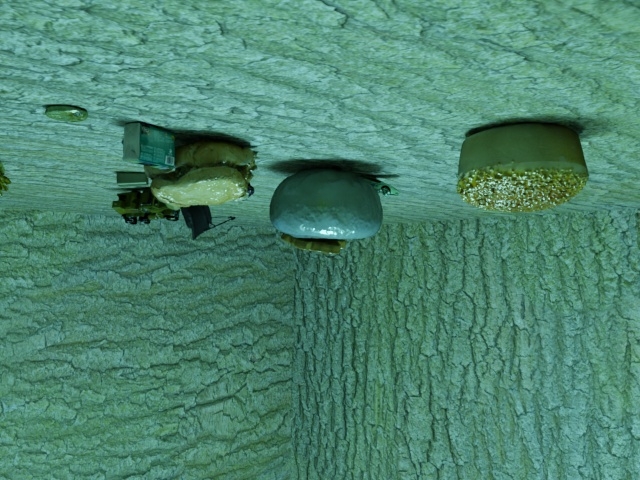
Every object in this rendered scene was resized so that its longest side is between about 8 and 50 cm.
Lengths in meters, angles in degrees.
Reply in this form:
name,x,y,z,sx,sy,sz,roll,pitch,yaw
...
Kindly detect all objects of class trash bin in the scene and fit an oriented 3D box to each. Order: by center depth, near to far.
name,x,y,z,sx,sy,sz,roll,pitch,yaw
trash bin,-0.600,-0.195,2.116,0.092,0.043,0.061,0,177,-6

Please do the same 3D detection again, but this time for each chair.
name,x,y,z,sx,sy,sz,roll,pitch,yaw
chair,-0.407,-0.096,2.184,0.145,0.140,0.221,0,-155,30

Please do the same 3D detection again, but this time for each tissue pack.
name,x,y,z,sx,sy,sz,roll,pitch,yaw
tissue pack,-0.387,-0.207,1.469,0.079,0.085,0.111,-1,177,30

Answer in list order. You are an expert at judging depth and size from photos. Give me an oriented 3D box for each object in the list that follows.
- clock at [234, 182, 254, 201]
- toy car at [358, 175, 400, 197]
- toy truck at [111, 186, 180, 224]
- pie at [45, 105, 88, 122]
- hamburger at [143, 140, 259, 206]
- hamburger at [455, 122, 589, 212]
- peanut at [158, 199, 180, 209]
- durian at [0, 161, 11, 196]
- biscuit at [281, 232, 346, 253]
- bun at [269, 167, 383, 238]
name,x,y,z,sx,sy,sz,roll,pitch,yaw
clock,-0.313,-0.170,2.048,0.194,0.100,0.195,4,175,12
toy car,0.166,-0.178,2.134,0.186,0.058,0.093,12,179,10
toy truck,-0.642,-0.139,2.479,0.257,0.127,0.127,-1,162,18
pie,-0.503,-0.251,1.316,0.085,0.017,0.085,-1,177,0
hamburger,-0.283,-0.167,1.617,0.286,0.146,0.243,-4,175,-17
hamburger,0.449,-0.155,1.485,0.302,0.170,0.302,0,176,0
peanut,-0.508,-0.159,2.263,0.090,0.099,0.214,13,175,5
durian,-1.004,-0.175,1.900,0.306,0.167,0.172,5,-150,35
biscuit,0.000,0.000,2.100,0.212,0.041,0.238,13,-164,30
bun,0.022,-0.109,1.984,0.361,0.211,0.362,4,180,0
